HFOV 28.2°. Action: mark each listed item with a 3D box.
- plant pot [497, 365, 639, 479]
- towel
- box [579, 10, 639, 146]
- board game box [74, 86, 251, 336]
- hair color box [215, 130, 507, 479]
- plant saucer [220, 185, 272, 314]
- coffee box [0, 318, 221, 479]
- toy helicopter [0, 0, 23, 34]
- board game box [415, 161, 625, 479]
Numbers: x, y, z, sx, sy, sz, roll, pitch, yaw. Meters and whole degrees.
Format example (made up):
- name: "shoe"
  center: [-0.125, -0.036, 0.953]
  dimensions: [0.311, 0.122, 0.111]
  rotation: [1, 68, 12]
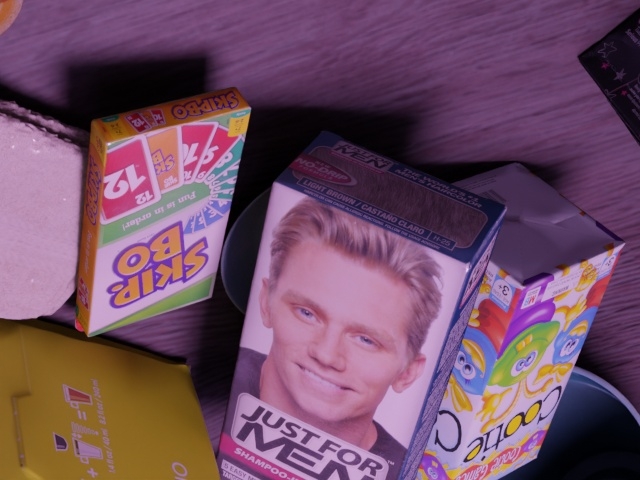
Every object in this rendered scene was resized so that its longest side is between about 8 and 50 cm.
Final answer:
- name: "plant pot"
  center: [0.275, 0.289, 1.375]
  dimensions: [0.271, 0.272, 0.255]
  rotation: [-41, 145, 14]
- name: "towel"
  center: [-0.278, -0.032, 0.998]
  dimensions: [0.187, 0.049, 0.282]
  rotation: [-48, 141, 18]
- name: "box"
  center: [0.360, -0.088, 1.085]
  dimensions: [0.142, 0.247, 0.163]
  rotation: [-37, 131, 13]
- name: "board game box"
  center: [-0.137, -0.012, 1.060]
  dimensions: [0.124, 0.039, 0.259]
  rotation: [-17, 148, -28]
- name: "hair color box"
  center: [0.023, 0.098, 1.104]
  dimensions: [0.174, 0.105, 0.347]
  rotation: [23, 127, 14]
- name: "plant saucer"
  center: [0.000, 0.000, 1.165]
  dimensions: [0.195, 0.037, 0.195]
  rotation: [-10, 130, -13]
- name: "coffee box"
  center: [-0.298, 0.284, 1.085]
  dimensions: [0.338, 0.338, 0.334]
  rotation: [22, 118, -33]
- name: "toy helicopter"
  center: [-0.356, -0.192, 0.818]
  dimensions: [0.355, 0.140, 0.235]
  rotation: [17, 115, -45]
- name: "board game box"
  center: [0.149, 0.090, 1.196]
  dimensions: [0.144, 0.142, 0.275]
  rotation: [-19, 137, -37]
